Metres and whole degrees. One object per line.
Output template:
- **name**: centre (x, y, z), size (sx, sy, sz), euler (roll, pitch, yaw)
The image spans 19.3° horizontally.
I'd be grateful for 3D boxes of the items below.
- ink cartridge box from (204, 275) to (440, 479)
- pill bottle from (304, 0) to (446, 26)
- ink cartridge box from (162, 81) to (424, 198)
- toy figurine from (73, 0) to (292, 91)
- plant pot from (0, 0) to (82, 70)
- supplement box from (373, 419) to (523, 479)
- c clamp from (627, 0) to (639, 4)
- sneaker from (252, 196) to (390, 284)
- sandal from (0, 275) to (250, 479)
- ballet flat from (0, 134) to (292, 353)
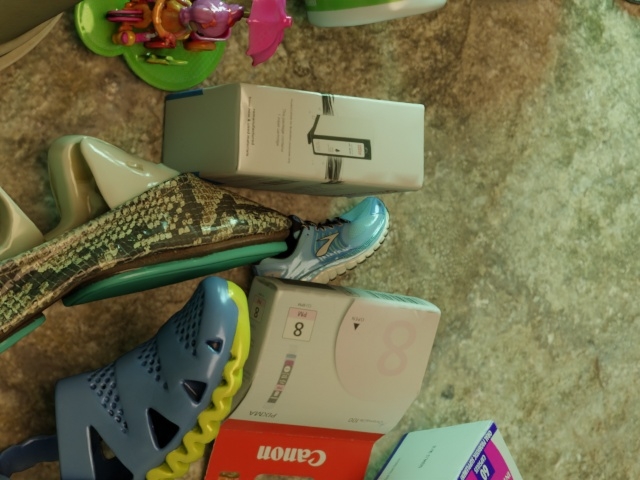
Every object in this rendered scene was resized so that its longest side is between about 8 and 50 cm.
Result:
- **ink cartridge box**: centre (0.000, 0.158, 1.799), size (0.189, 0.066, 0.232), euler (9, 97, -32)
- **pill bottle**: centre (0.038, -0.334, 1.786), size (0.136, 0.136, 0.246), euler (-15, 103, -31)
- **ink cartridge box**: centre (-0.025, -0.091, 1.753), size (0.203, 0.148, 0.086), euler (4, 86, -33)
- **toy figurine**: centre (-0.106, -0.202, 1.679), size (0.173, 0.159, 0.130), euler (0, 91, -40)
- **plant pot**: centre (-0.272, -0.294, 1.498), size (0.333, 0.305, 0.334), euler (-1, 91, -32)
- **supplement box**: centre (0.153, 0.305, 1.880), size (0.220, 0.114, 0.111), euler (64, 36, -19)
- **c clamp**: centre (0.374, -0.323, 2.080), size (0.137, 0.022, 0.161), euler (-11, 99, -27)
- **sneaker**: centre (0.000, 0.000, 1.823), size (0.162, 0.063, 0.073), euler (-37, 107, -26)
- **sandal**: centre (-0.175, 0.158, 1.637), size (0.138, 0.126, 0.317), euler (32, 102, -14)
- **ballet flat**: centre (-0.249, 0.011, 1.620), size (0.482, 0.164, 0.182), euler (-24, 92, -27)
